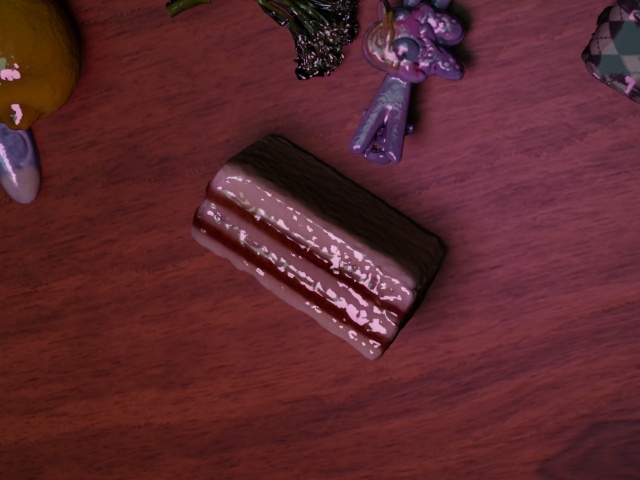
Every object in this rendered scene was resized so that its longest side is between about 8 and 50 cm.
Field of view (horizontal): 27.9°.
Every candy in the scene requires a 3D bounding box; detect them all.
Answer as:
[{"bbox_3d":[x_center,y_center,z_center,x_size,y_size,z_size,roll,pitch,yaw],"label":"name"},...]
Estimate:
[{"bbox_3d":[0.000,0.000,1.707,0.321,0.179,0.135,35,115,10],"label":"candy"}]

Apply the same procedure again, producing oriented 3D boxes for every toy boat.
[{"bbox_3d":[-0.561,-0.174,1.909,0.215,0.123,0.330,-21,97,26],"label":"toy boat"}]

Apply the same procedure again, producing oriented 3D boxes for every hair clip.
[{"bbox_3d":[0.113,-0.214,1.656,0.137,0.090,0.278,19,110,6],"label":"hair clip"}]

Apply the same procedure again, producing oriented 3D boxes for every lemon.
[{"bbox_3d":[-0.432,-0.270,1.804,0.184,0.184,0.248,-18,80,24],"label":"lemon"}]

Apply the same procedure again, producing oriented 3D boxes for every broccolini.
[{"bbox_3d":[-0.080,-0.282,1.728,0.272,0.062,0.123,8,91,13],"label":"broccolini"}]

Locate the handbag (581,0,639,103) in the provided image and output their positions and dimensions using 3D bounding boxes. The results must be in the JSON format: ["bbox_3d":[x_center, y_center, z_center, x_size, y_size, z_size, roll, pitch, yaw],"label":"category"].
[{"bbox_3d":[0.465,-0.347,1.374,0.180,0.317,0.416,34,117,3],"label":"handbag"}]
